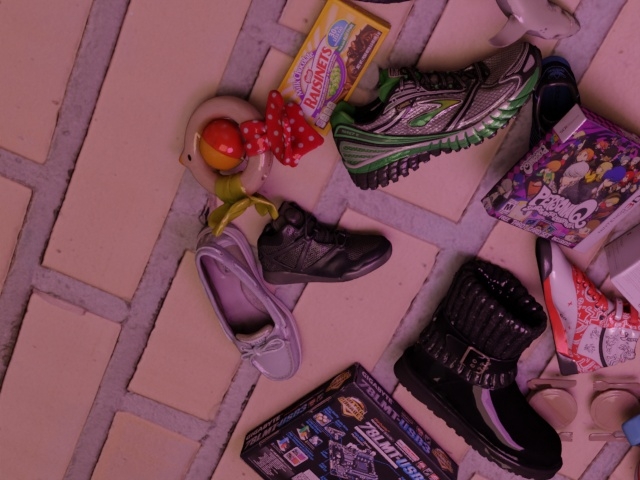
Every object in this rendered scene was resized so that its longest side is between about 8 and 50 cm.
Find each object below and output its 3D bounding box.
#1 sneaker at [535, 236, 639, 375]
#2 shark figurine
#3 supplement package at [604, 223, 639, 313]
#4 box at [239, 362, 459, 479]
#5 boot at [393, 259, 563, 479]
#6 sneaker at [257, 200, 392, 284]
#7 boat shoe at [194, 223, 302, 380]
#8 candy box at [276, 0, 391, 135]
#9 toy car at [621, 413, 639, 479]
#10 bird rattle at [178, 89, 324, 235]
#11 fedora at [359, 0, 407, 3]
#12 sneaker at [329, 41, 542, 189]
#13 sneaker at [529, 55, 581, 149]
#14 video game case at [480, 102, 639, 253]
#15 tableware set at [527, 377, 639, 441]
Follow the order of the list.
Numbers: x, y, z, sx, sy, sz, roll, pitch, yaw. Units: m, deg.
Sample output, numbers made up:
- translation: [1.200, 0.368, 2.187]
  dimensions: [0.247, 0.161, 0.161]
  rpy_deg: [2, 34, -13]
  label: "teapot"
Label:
- translation: [0.440, 0.096, 1.752]
  dimensions: [0.145, 0.090, 0.270]
  rpy_deg: [-12, 118, 12]
  label: "sneaker"
- translation: [0.261, -0.389, 1.503]
  dimensions: [0.166, 0.116, 0.278]
  rpy_deg: [-29, 125, -13]
  label: "shark figurine"
- translation: [0.551, 0.021, 1.679]
  dimensions: [0.179, 0.105, 0.105]
  rpy_deg: [-38, 107, 25]
  label: "supplement package"
- translation: [0.053, 0.409, 1.998]
  dimensions: [0.293, 0.073, 0.295]
  rpy_deg: [-37, 107, 24]
  label: "box"
- translation: [0.315, 0.220, 1.790]
  dimensions: [0.348, 0.131, 0.260]
  rpy_deg: [36, 119, 2]
  label: "boot"
- translation: [0.000, 0.000, 1.766]
  dimensions: [0.227, 0.087, 0.130]
  rpy_deg: [-4, 125, 17]
  label: "sneaker"
- translation: [-0.129, 0.123, 1.847]
  dimensions: [0.118, 0.103, 0.320]
  rpy_deg: [-15, 116, 17]
  label: "boat shoe"
- translation: [0.013, -0.268, 1.647]
  dimensions: [0.105, 0.027, 0.206]
  rpy_deg: [30, 120, -4]
  label: "candy box"
- translation: [0.632, 0.400, 1.865]
  dimensions: [0.210, 0.219, 0.238]
  rpy_deg: [-23, 160, -8]
  label: "toy car"
- translation: [-0.130, -0.138, 1.681]
  dimensions: [0.207, 0.143, 0.254]
  rpy_deg: [37, 128, 18]
  label: "bird rattle"
- translation: [0.019, -0.428, 1.461]
  dimensions: [0.334, 0.334, 0.152]
  rpy_deg: [30, 155, -8]
  label: "fedora"
- translation: [0.167, -0.203, 1.592]
  dimensions: [0.343, 0.134, 0.146]
  rpy_deg: [-26, 113, 19]
  label: "sneaker"
- translation: [0.354, -0.156, 1.618]
  dimensions: [0.081, 0.090, 0.232]
  rpy_deg: [-5, 118, 12]
  label: "sneaker"
- translation: [0.392, -0.086, 1.620]
  dimensions: [0.232, 0.042, 0.210]
  rpy_deg: [19, 126, -36]
  label: "video game case"
- translation: [0.460, 0.290, 1.886]
  dimensions: [0.194, 0.039, 0.128]
  rpy_deg: [1, 116, 6]
  label: "tableware set"
